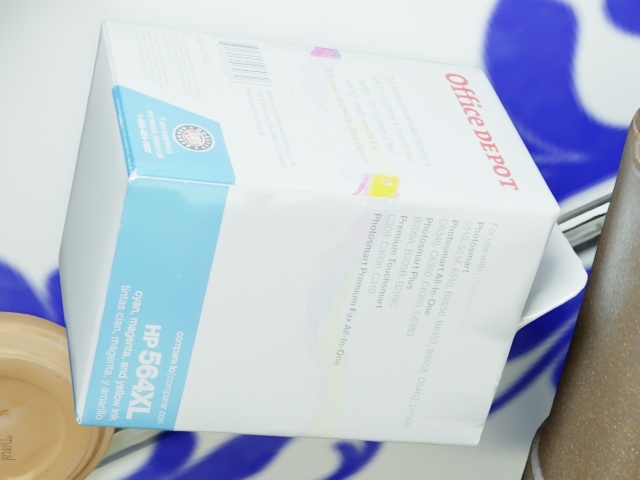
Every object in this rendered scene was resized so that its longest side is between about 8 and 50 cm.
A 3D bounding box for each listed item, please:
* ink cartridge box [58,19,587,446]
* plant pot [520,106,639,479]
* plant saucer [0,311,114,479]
[{"bbox_3d":[0.000,0.000,0.576,0.143,0.092,0.090,6,122,-16],"label":"ink cartridge box"},{"bbox_3d":[0.147,0.045,0.609,0.167,0.167,0.165,0,115,-13],"label":"plant pot"},{"bbox_3d":[-0.110,0.061,0.641,0.083,0.013,0.083,-6,125,-8],"label":"plant saucer"}]
